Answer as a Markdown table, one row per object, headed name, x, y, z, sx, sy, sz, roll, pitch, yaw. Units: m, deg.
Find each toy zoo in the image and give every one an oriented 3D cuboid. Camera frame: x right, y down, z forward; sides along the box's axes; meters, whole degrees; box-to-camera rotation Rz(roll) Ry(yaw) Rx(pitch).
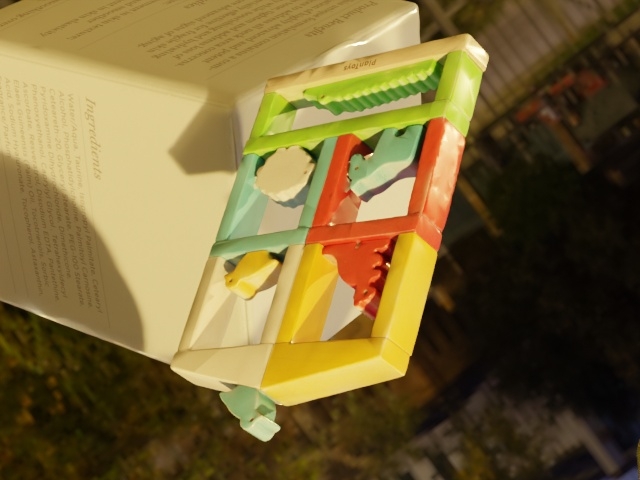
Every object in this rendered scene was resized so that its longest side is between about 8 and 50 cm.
| name | x | y | z | sx | sy | sz | roll | pitch | yaw |
| --- | --- | --- | --- | --- | --- | --- | --- | --- | --- |
| toy zoo | 0.000 | 0.000 | 0.968 | 0.192 | 0.030 | 0.293 | -8 | -124 | 41 |

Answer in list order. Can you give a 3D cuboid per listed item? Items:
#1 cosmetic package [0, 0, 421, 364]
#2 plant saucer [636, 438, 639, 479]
| name | x | y | z | sx | sy | sz | roll | pitch | yaw |
| --- | --- | --- | --- | --- | --- | --- | --- | --- | --- |
| cosmetic package | -0.138 | -0.092 | 1.530 | 0.329 | 0.394 | 0.327 | -34 | 132 | -45 |
| plant saucer | 0.239 | 0.159 | 0.755 | 0.188 | 0.188 | 0.045 | -13 | -167 | -27 |
